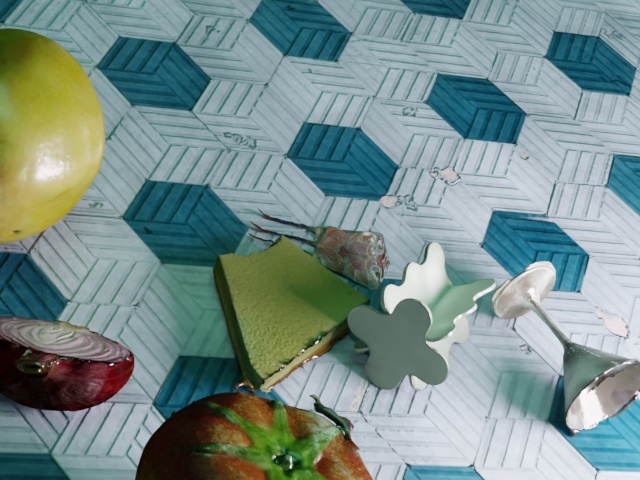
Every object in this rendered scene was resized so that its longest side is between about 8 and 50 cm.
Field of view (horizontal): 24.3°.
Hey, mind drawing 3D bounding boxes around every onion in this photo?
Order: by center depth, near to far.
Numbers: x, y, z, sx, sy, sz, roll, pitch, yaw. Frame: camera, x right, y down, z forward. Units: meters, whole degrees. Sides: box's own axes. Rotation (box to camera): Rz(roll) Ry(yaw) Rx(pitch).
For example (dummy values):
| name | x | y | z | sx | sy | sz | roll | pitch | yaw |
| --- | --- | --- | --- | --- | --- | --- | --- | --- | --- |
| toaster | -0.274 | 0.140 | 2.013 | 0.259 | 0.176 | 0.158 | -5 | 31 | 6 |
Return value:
| name | x | y | z | sx | sy | sz | roll | pitch | yaw |
| --- | --- | --- | --- | --- | --- | --- | --- | --- | --- |
| onion | -0.352 | 0.172 | 1.926 | 0.205 | 0.098 | 0.151 | 15 | 17 | 3 |

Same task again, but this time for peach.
| name | x | y | z | sx | sy | sz | roll | pitch | yaw |
| --- | --- | --- | --- | --- | --- | --- | --- | --- | --- |
| peach | -0.454 | -0.153 | 2.091 | 0.314 | 0.282 | 0.315 | 33 | 34 | 21 |

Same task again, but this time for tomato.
| name | x | y | z | sx | sy | sz | roll | pitch | yaw |
| --- | --- | --- | --- | --- | --- | --- | --- | --- | --- |
| tomato | -0.085 | 0.331 | 1.775 | 0.303 | 0.239 | 0.303 | 20 | 33 | -14 |

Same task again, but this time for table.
| name | x | y | z | sx | sy | sz | roll | pitch | yaw |
| --- | --- | --- | --- | --- | --- | --- | --- | --- | --- |
| table | 0.153 | 0.108 | 2.165 | 0.166 | 0.167 | 0.198 | 33 | 36 | 13 |

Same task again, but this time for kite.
| name | x | y | z | sx | sy | sz | roll | pitch | yaw |
| --- | --- | --- | --- | --- | --- | --- | --- | --- | --- |
| kite | -0.001 | 0.002 | 2.308 | 0.229 | 0.016 | 0.127 | 20 | 39 | -6 |

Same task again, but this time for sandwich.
| name | x | y | z | sx | sy | sz | roll | pitch | yaw |
| --- | --- | --- | --- | --- | --- | --- | --- | --- | --- |
| sandwich | -0.083 | 0.099 | 2.145 | 0.212 | 0.063 | 0.245 | 37 | 44 | 21 |

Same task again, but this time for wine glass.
| name | x | y | z | sx | sy | sz | roll | pitch | yaw |
| --- | --- | --- | --- | --- | --- | --- | --- | --- | --- |
| wine glass | 0.361 | 0.150 | 2.204 | 0.156 | 0.156 | 0.232 | -12 | 48 | -31 |
